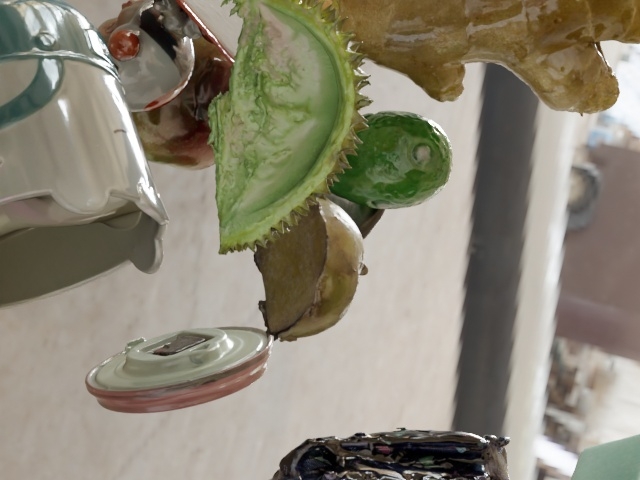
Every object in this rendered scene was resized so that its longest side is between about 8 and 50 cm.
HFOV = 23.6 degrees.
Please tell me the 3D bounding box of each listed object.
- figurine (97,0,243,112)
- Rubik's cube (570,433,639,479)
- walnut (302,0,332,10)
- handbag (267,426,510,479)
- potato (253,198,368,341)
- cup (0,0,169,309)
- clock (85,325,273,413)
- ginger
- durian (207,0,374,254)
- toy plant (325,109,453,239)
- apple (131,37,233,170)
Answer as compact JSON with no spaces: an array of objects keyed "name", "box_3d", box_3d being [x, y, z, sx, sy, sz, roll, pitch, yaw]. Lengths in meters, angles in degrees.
[{"name":"figurine","box_3d":[-0.180,-0.212,1.659,0.160,0.226,0.183,48,32,-26]},{"name":"Rubik's cube","box_3d":[0.364,0.331,1.161,0.318,0.322,0.316,59,32,-16]},{"name":"walnut","box_3d":[-0.042,-0.298,2.075,0.207,0.159,0.159,28,73,-40]},{"name":"handbag","box_3d":[0.064,0.254,1.553,0.162,0.260,0.113,123,-37,-55]},{"name":"potato","box_3d":[0.000,0.000,1.332,0.101,0.089,0.172,-38,-128,39]},{"name":"cup","box_3d":[-0.279,-0.092,1.337,0.289,0.219,0.257,49,19,-67]},{"name":"clock","box_3d":[-0.180,0.155,1.950,0.244,0.244,0.056,-43,125,-67]},{"name":"ginger","box_3d":[0.198,-0.235,1.551,0.236,0.376,0.166,45,45,-31]},{"name":"durian","box_3d":[-0.019,-0.094,0.987,0.086,0.100,0.215,-173,-91,-72]},{"name":"toy plant","box_3d":[0.008,-0.072,1.623,0.235,0.218,0.175,163,-77,-65]},{"name":"apple","box_3d":[-0.181,-0.191,1.846,0.188,0.207,0.174,-62,169,7]}]
